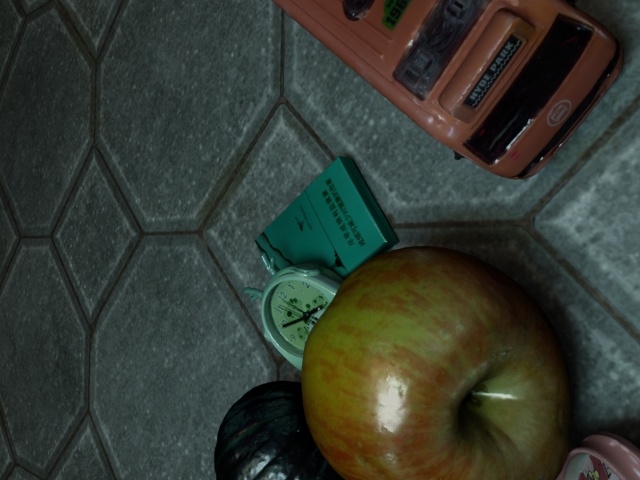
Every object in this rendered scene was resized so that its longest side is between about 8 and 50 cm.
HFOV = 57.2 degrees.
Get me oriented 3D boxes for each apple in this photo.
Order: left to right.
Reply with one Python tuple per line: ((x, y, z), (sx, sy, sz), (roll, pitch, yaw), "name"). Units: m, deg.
((0.117, 0.155, 0.671), (0.301, 0.301, 0.302), (-2, 87, 42), "apple")

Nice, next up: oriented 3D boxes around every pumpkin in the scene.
((-0.011, 0.279, 0.803), (0.248, 0.248, 0.248), (-2, 87, 42), "pumpkin")

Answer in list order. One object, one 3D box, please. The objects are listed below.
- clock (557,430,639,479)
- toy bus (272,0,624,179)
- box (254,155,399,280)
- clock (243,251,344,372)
((0.301, 0.307, 0.557), (0.244, 0.056, 0.245), (173, 90, -86), "clock")
((0.122, -0.270, 0.706), (0.427, 0.233, 0.203), (49, 119, 32), "toy bus")
((0.000, 0.000, 0.930), (0.226, 0.042, 0.161), (-43, 62, 32), "box")
((-0.019, 0.104, 0.882), (0.211, 0.066, 0.159), (38, 120, 12), "clock")
